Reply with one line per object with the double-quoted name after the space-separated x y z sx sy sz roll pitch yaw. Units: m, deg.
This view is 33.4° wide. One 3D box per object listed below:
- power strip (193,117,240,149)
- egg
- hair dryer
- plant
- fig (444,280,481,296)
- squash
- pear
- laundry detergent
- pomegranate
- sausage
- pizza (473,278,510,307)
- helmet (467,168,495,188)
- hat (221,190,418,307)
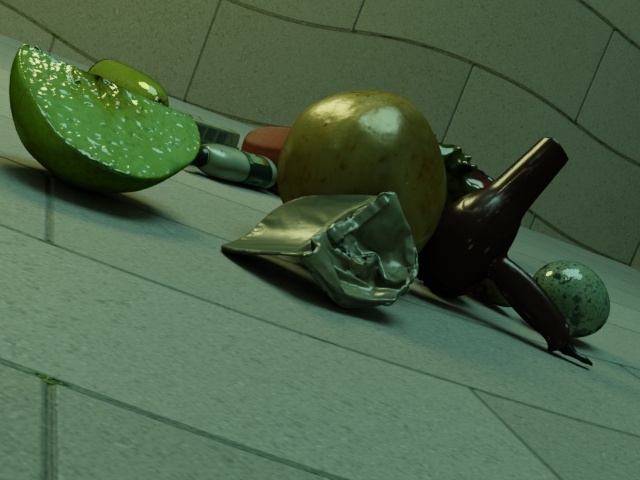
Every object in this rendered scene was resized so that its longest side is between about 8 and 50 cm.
-0.261 -0.228 2.421 0.029 0.080 0.226 31 13 38 "power strip"
0.439 0.107 1.868 0.172 0.132 0.132 31 1 -36 "egg"
0.349 0.043 1.701 0.340 0.312 0.123 49 1 14 "hair dryer"
0.172 -0.094 2.102 0.180 0.251 0.333 -16 17 -26 "plant"
0.236 0.051 1.850 0.119 0.119 0.153 26 -15 31 "fig"
-0.439 -0.329 2.464 0.132 0.133 0.247 14 12 -43 "squash"
-0.311 -0.125 1.495 0.288 0.139 0.239 22 22 -30 "pear"
-0.193 -0.157 2.182 0.225 0.070 0.099 10 22 -50 "laundry detergent"
0.071 -0.094 1.675 0.307 0.307 0.307 21 8 -3 "pomegranate"
-0.067 -0.176 2.318 0.254 0.148 0.148 17 4 37 "sausage"
0.274 0.034 1.911 0.195 0.052 0.185 63 -15 -21 "pizza"
0.378 -0.087 2.751 0.215 0.189 0.193 25 17 -7 "helmet"
0.005 0.024 1.473 0.244 0.149 0.214 -12 16 43 "hat"
